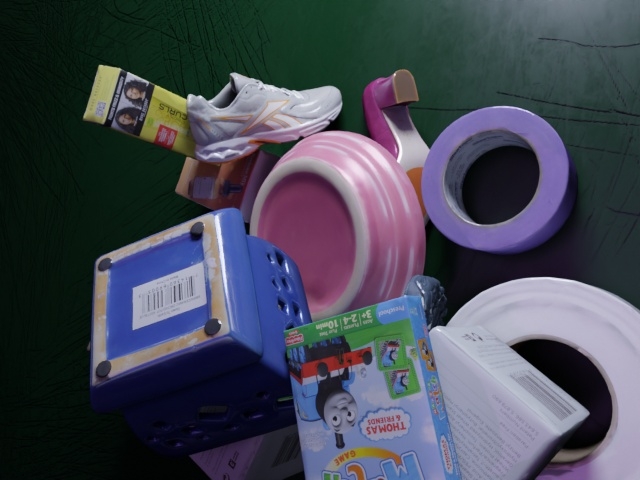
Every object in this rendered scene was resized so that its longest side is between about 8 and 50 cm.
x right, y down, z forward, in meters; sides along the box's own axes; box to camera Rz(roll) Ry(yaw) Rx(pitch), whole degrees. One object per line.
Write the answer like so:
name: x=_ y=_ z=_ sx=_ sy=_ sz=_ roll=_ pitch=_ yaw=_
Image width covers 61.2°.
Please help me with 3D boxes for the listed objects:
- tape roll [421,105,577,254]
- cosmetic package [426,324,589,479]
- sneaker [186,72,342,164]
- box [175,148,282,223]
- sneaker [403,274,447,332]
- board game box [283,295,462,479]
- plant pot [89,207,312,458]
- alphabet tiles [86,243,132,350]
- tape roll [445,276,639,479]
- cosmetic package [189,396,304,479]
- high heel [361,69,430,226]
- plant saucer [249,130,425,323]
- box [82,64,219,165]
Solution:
tape roll: x=0.237 y=-0.076 z=0.726 sx=0.189 sy=0.080 sz=0.189 roll=-4 pitch=82 yaw=33
cosmetic package: x=0.155 y=0.208 z=0.580 sx=0.151 sy=0.151 sz=0.184 roll=41 pitch=106 yaw=32
sneaker: x=-0.087 y=-0.216 z=0.862 sx=0.099 sy=0.262 sz=0.121 roll=41 pitch=150 yaw=56
box: x=-0.160 y=-0.115 z=0.982 sx=0.170 sy=0.091 sz=0.130 roll=23 pitch=96 yaw=33
sneaker: x=0.075 y=0.155 z=0.718 sx=0.122 sy=0.110 sz=0.283 roll=26 pitch=126 yaw=18
board game box: x=0.048 y=0.178 z=0.544 sx=0.160 sy=0.039 sz=0.212 roll=-22 pitch=70 yaw=32
plant pot: x=-0.147 y=0.110 z=0.676 sx=0.235 sy=0.212 sz=0.236 roll=-20 pitch=54 yaw=8
alphabet tiles: x=-0.329 y=0.081 z=0.995 sx=0.009 sy=0.237 sz=0.198 roll=26 pitch=100 yaw=4
tape roll: x=0.281 y=0.187 z=0.653 sx=0.286 sy=0.100 sz=0.286 roll=-5 pitch=80 yaw=33
cosmetic package: x=-0.175 y=0.224 z=0.888 sx=0.365 sy=0.197 sz=0.155 roll=30 pitch=100 yaw=31
high heel: x=0.110 y=-0.130 z=0.836 sx=0.117 sy=0.082 sz=0.244 roll=174 pitch=83 yaw=-68
plant saucer: x=0.000 y=0.000 z=0.823 sx=0.332 sy=0.084 sz=0.332 roll=5 pitch=97 yaw=43
box: x=-0.246 y=-0.188 z=0.853 sx=0.058 sy=0.232 sz=0.087 roll=19 pitch=92 yaw=34
